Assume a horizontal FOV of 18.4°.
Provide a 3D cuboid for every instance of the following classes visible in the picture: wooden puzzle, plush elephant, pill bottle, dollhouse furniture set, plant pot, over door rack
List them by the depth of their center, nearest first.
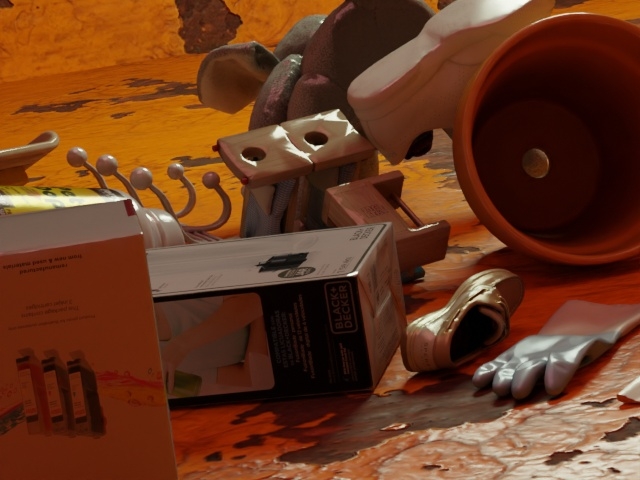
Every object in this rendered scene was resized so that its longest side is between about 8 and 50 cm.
[{"bbox_3d":[-0.220,0.013,1.647,0.215,0.117,0.117,0,3,-43],"label":"pill bottle"},{"bbox_3d":[0.201,-0.075,1.677,0.205,0.205,0.188,-11,-3,-9],"label":"plant pot"},{"bbox_3d":[0.000,0.000,1.686,0.129,0.129,0.183,-16,43,-27],"label":"dollhouse furniture set"},{"bbox_3d":[-0.241,-0.021,1.912,0.324,0.108,0.239,-14,12,-20],"label":"over door rack"},{"bbox_3d":[0.029,-0.146,1.988,0.272,0.330,0.255,-19,-4,-13],"label":"plush elephant"},{"bbox_3d":[-0.402,-0.030,2.046,0.221,0.044,0.239,-33,-3,30],"label":"wooden puzzle"}]

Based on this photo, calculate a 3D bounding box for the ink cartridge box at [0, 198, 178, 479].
[{"bbox_3d":[-0.163,0.077,1.226,0.127,0.176,0.128,-8,12,-8],"label":"ink cartridge box"}]

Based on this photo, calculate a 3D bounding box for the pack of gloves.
[{"bbox_3d":[0.222,0.055,1.361,0.195,0.046,0.232,-2,14,27],"label":"pack of gloves"}]

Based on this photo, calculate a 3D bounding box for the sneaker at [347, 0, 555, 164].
[{"bbox_3d":[0.124,-0.148,1.741,0.212,0.094,0.080,-34,29,-12],"label":"sneaker"}]

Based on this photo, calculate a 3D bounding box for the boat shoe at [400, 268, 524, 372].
[{"bbox_3d":[0.113,0.061,1.419,0.045,0.050,0.135,6,28,39],"label":"boat shoe"}]

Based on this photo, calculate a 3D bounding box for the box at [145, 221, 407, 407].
[{"bbox_3d":[-0.093,0.060,1.466,0.290,0.087,0.169,-6,12,12],"label":"box"}]
